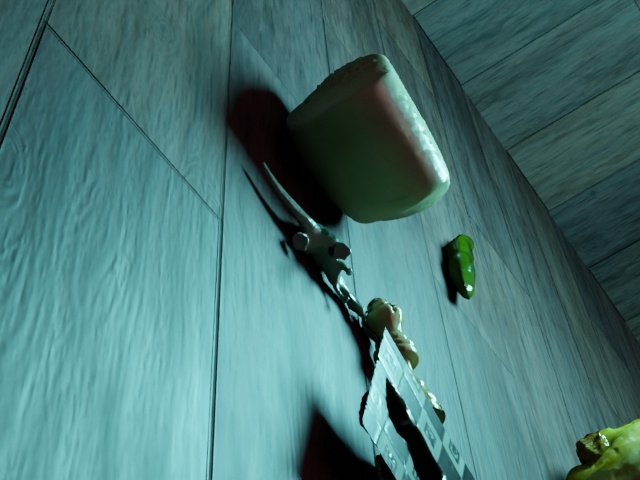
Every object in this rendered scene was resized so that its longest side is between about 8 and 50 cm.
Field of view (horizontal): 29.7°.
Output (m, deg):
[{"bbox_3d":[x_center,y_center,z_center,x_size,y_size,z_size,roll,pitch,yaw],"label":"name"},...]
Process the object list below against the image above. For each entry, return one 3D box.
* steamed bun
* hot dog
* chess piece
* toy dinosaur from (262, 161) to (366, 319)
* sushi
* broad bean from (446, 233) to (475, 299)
[{"bbox_3d":[0.058,-0.117,1.499,0.200,0.155,0.250,59,9,-12],"label":"steamed bun"},{"bbox_3d":[0.515,0.407,1.831,0.405,0.185,0.223,49,3,-27],"label":"hot dog"},{"bbox_3d":[0.083,0.131,1.313,0.060,0.060,0.172,42,21,-45],"label":"chess piece"},{"bbox_3d":[-0.004,0.002,1.322,0.187,0.044,0.106,50,0,14],"label":"toy dinosaur"},{"bbox_3d":[0.081,0.218,1.151,0.215,0.051,0.192,60,19,-14],"label":"sushi"},{"bbox_3d":[0.227,0.029,1.940,0.297,0.043,0.060,-68,135,-71],"label":"broad bean"}]
